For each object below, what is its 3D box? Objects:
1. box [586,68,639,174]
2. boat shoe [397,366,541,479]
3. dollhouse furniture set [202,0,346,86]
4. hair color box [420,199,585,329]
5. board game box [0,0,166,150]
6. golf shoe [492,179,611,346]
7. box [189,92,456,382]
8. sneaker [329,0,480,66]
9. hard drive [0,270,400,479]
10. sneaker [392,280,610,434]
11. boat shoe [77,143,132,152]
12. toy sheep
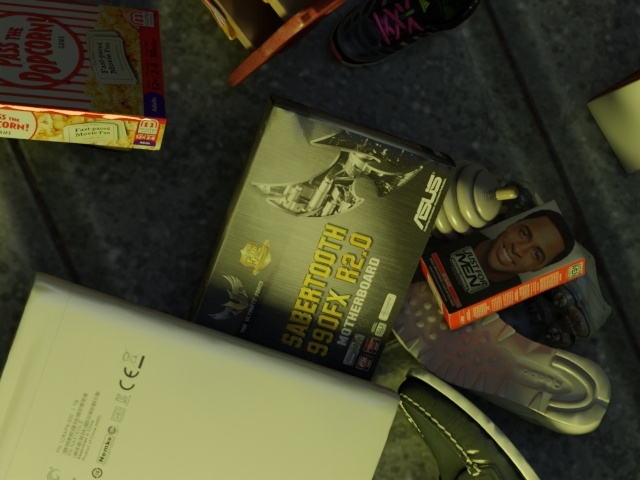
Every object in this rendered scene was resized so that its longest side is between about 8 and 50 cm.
[{"bbox_3d":[0.382,-0.155,1.591,0.170,0.130,0.091,-32,93,-17],"label":"box"},{"bbox_3d":[0.168,0.253,1.495,0.091,0.114,0.302,-43,89,-12],"label":"boat shoe"},{"bbox_3d":[0.009,-0.338,1.525,0.374,0.152,0.201,-39,94,-33],"label":"dollhouse furniture set"},{"bbox_3d":[0.174,0.023,1.495,0.141,0.043,0.072,-23,64,-3],"label":"hair color box"},{"bbox_3d":[-0.243,-0.156,1.431,0.193,0.045,0.147,3,49,-15],"label":"board game box"},{"bbox_3d":[0.235,0.017,1.578,0.086,0.069,0.176,-20,87,-43],"label":"golf shoe"},{"bbox_3d":[0.000,0.000,1.461,0.183,0.056,0.231,19,105,-13],"label":"box"},{"bbox_3d":[0.089,-0.224,1.548,0.170,0.075,0.063,-23,90,-16],"label":"sneaker"},{"bbox_3d":[-0.130,0.194,1.435,0.353,0.047,0.233,19,92,-12],"label":"hard drive"},{"bbox_3d":[0.167,0.123,1.530,0.235,0.095,0.090,31,77,10],"label":"sneaker"},{"bbox_3d":[-0.237,-0.118,1.461,0.135,0.050,0.045,18,85,-13],"label":"boat shoe"},{"bbox_3d":[0.134,-0.040,1.520,0.091,0.132,0.091,24,59,-48],"label":"toy sheep"}]
